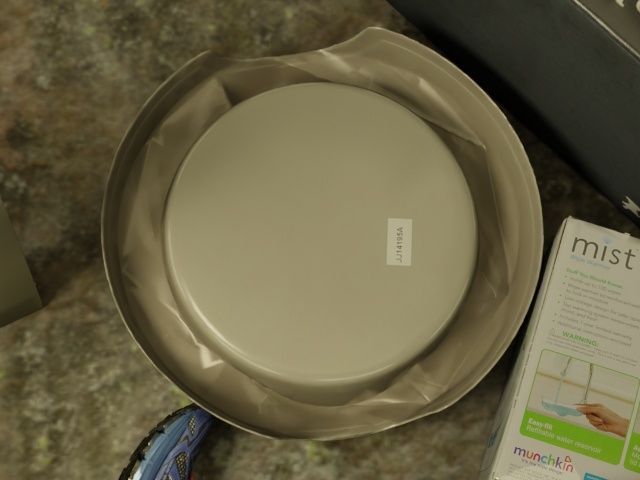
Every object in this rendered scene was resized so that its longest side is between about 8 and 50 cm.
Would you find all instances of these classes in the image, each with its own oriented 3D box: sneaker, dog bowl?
[{"bbox_3d":[-0.128,0.234,1.421,0.087,0.083,0.221,22,81,-11],"label":"sneaker"},{"bbox_3d":[0.000,0.000,1.467,0.348,0.102,0.349,1,77,-3],"label":"dog bowl"}]

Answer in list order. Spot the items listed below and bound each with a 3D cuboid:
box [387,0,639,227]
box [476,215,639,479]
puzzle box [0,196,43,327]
[{"bbox_3d":[0.280,-0.345,1.477,0.480,0.297,0.472,42,79,7],"label":"box"},{"bbox_3d":[0.277,0.136,1.424,0.262,0.127,0.231,17,67,1],"label":"box"},{"bbox_3d":[-0.343,0.040,1.279,0.272,0.409,0.052,-25,78,-10],"label":"puzzle box"}]
